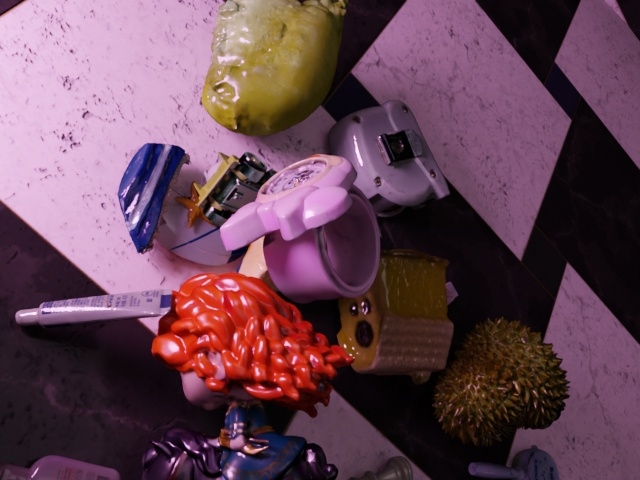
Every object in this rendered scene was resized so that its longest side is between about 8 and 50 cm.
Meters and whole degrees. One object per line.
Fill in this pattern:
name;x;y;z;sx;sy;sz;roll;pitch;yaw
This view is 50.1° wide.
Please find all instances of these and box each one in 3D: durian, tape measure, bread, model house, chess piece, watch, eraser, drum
durian;-0.091;-0.336;1.310;0.256;0.204;0.339;14;72;-18
tape measure;0.148;-0.170;1.465;0.246;0.125;0.243;-24;88;-43
bread;-0.042;0.032;1.221;0.188;0.125;0.068;6;36;-41
model house;0.146;0.151;1.296;0.194;0.175;0.234;8;64;-37
chess piece;0.093;0.432;1.224;0.149;0.059;0.059;-6;76;-33
watch;0.000;0.000;1.056;0.217;0.211;0.248;64;36;-22
eraser;0.271;0.125;1.510;0.083;0.019;0.038;-34;93;-42
durian;0.356;0.274;1.359;0.291;0.291;0.224;9;50;-36
drum;0.416;0.478;1.460;0.253;0.049;0.130;33;55;-24

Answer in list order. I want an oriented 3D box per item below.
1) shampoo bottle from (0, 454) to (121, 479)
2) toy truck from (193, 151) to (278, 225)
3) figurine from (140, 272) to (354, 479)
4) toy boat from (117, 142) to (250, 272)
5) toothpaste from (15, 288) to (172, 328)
shampoo bottle;-0.353;0.330;0.913;0.165;0.040;0.079;25;59;-28
toy truck;-0.100;-0.085;1.219;0.260;0.128;0.135;24;23;-43
figurine;-0.119;0.255;0.994;0.241;0.306;0.411;33;63;-60
toy boat;-0.216;-0.028;1.176;0.291;0.067;0.220;43;46;-34
toothpaste;-0.319;0.098;0.969;0.216;0.037;0.062;-7;35;-5
